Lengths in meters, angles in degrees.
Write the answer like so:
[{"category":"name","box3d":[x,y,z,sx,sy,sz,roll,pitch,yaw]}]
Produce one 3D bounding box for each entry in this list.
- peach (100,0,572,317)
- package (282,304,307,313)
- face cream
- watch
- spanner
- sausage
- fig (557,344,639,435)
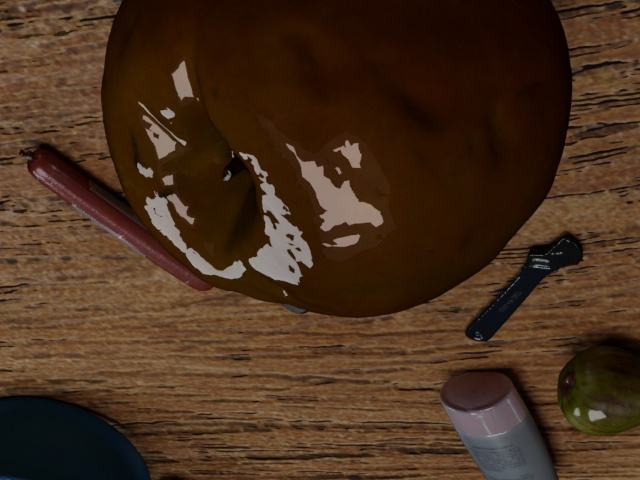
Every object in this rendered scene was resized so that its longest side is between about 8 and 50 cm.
[{"category":"peach","box3d":[0.015,-0.111,1.472,0.343,0.302,0.343,30,143,25]},{"category":"package","box3d":[0.000,0.000,1.865,0.154,0.030,0.239,37,139,-27]},{"category":"face cream","box3d":[0.191,0.209,2.078,0.084,0.057,0.198,-5,140,22]},{"category":"watch","box3d":[-0.293,0.331,2.276,0.305,0.241,0.274,12,132,1]},{"category":"spanner","box3d":[0.191,0.048,1.889,0.046,0.012,0.208,20,145,-12]},{"category":"sausage","box3d":[-0.189,-0.018,1.899,0.034,0.034,0.253,-23,132,40]},{"category":"fig","box3d":[0.312,0.139,1.944,0.166,0.093,0.093,-9,149,-18]}]
